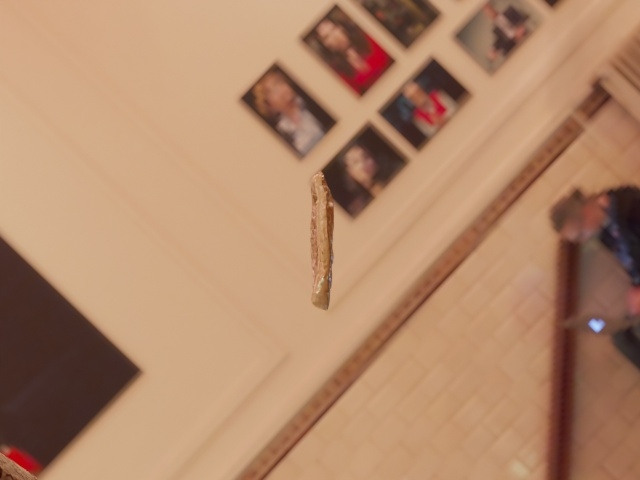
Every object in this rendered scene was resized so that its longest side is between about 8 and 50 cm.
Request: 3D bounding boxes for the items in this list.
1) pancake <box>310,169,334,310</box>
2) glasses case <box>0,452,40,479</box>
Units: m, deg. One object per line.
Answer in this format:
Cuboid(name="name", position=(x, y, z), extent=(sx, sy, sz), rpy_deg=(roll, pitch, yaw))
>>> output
Cuboid(name="pancake", position=(0.001, 0.000, 1.632), extent=(0.151, 0.025, 0.151), rpy_deg=(-179, 90, -90))
Cuboid(name="glasses case", position=(-0.295, 0.271, 1.361), extent=(0.137, 0.085, 0.355), rpy_deg=(-45, -40, -5))
